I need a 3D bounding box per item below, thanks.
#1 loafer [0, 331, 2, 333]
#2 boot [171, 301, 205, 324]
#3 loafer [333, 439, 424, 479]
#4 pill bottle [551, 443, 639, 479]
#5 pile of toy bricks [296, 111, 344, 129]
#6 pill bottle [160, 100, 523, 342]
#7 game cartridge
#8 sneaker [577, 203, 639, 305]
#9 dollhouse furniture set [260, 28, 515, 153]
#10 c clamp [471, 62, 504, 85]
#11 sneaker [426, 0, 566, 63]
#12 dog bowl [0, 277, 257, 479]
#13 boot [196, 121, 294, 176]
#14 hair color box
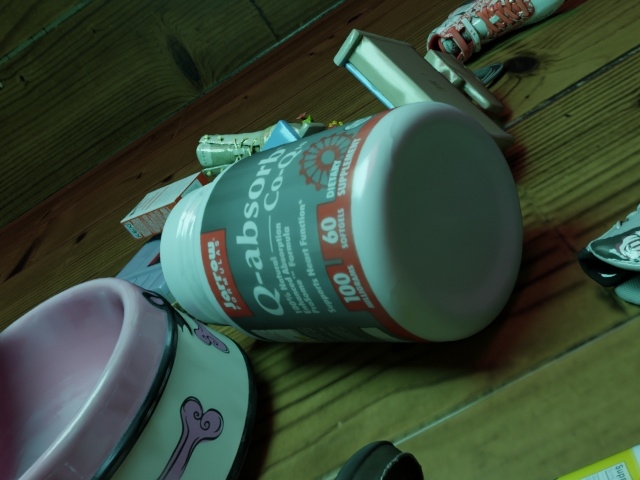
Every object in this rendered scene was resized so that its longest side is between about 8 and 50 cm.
[{"bbox_3d":[-0.430,0.177,1.123,0.366,0.130,0.134,-19,26,47],"label":"loafer"},{"bbox_3d":[-0.223,0.137,1.023,0.084,0.059,0.158,-14,30,53],"label":"boot"},{"bbox_3d":[0.040,0.218,0.447,0.078,0.080,0.220,-12,35,26],"label":"loafer"},{"bbox_3d":[0.145,0.160,0.358,0.184,0.103,0.103,-29,22,15],"label":"pill bottle"},{"bbox_3d":[-0.002,-0.170,1.273,0.118,0.105,0.212,-31,21,10],"label":"pile of toy bricks"},{"bbox_3d":[0.000,0.000,0.767,0.362,0.210,0.210,-10,32,49],"label":"pill bottle"},{"bbox_3d":[-0.244,0.003,1.338,0.230,0.068,0.355,-22,24,40],"label":"game cartridge"},{"bbox_3d":[0.264,-0.026,0.605,0.132,0.086,0.229,-29,23,22],"label":"sneaker"},{"bbox_3d":[0.087,-0.084,1.005,0.286,0.198,0.303,-7,-39,-53],"label":"dollhouse furniture set"},{"bbox_3d":[0.218,-0.239,1.218,0.160,0.022,0.137,-14,24,46],"label":"c clamp"},{"bbox_3d":[0.298,-0.376,1.292,0.145,0.090,0.270,-46,20,-24],"label":"sneaker"},{"bbox_3d":[-0.269,0.206,0.751,0.408,0.150,0.408,-29,28,18],"label":"dog bowl"},{"bbox_3d":[-0.106,-0.130,1.115,0.165,0.077,0.213,0,2,9],"label":"boot"},{"bbox_3d":[-0.279,-0.060,1.373,0.167,0.053,0.093,-14,31,41],"label":"hair color box"}]
